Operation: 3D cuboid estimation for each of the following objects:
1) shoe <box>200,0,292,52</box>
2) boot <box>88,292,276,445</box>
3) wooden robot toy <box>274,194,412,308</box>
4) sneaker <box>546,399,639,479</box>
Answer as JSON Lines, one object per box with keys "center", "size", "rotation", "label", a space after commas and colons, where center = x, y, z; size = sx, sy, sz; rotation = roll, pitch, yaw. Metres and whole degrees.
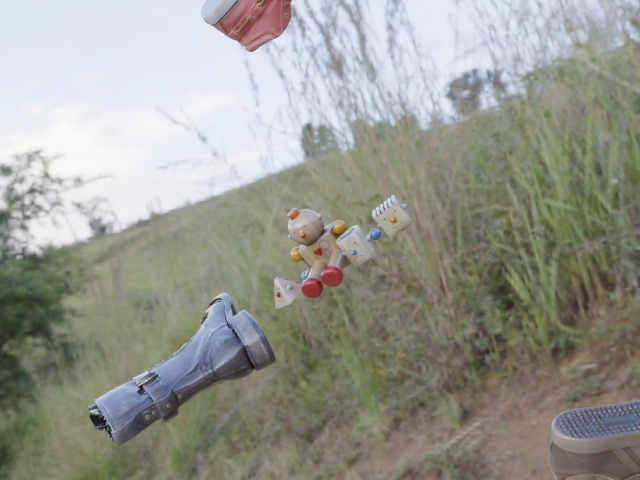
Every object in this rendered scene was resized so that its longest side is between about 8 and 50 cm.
{"center": [-0.054, -0.300, 1.013], "size": [0.081, 0.063, 0.178], "rotation": [33, -61, -32], "label": "shoe"}
{"center": [-0.191, 0.165, 1.112], "size": [0.229, 0.091, 0.263], "rotation": [-29, 9, -15], "label": "boot"}
{"center": [0.000, 0.000, 0.855], "size": [0.173, 0.079, 0.076], "rotation": [-33, 13, 27], "label": "wooden robot toy"}
{"center": [0.314, 0.201, 0.853], "size": [0.188, 0.071, 0.066], "rotation": [0, 31, -1], "label": "sneaker"}
